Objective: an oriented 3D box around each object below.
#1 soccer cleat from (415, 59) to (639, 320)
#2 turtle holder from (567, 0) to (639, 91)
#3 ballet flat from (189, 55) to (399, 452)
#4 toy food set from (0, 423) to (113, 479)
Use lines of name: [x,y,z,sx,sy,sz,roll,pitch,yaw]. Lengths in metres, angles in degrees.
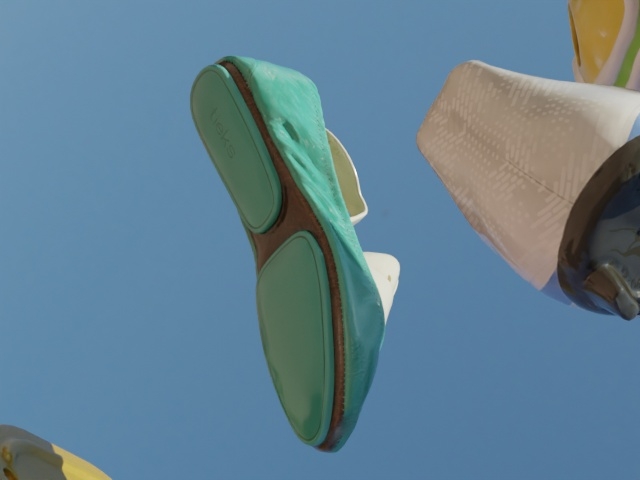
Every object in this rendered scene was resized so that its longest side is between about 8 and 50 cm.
soccer cleat: [0.176,-0.012,0.794,0.143,0.331,0.116,40,-77,39]
turtle holder: [0.304,-0.197,1.370,0.227,0.320,0.243,-53,-132,33]
ballet flat: [0.000,0.000,0.951,0.083,0.087,0.247,-45,-124,48]
toy food set: [-0.137,0.186,0.920,0.071,0.218,0.128,-39,-129,8]
